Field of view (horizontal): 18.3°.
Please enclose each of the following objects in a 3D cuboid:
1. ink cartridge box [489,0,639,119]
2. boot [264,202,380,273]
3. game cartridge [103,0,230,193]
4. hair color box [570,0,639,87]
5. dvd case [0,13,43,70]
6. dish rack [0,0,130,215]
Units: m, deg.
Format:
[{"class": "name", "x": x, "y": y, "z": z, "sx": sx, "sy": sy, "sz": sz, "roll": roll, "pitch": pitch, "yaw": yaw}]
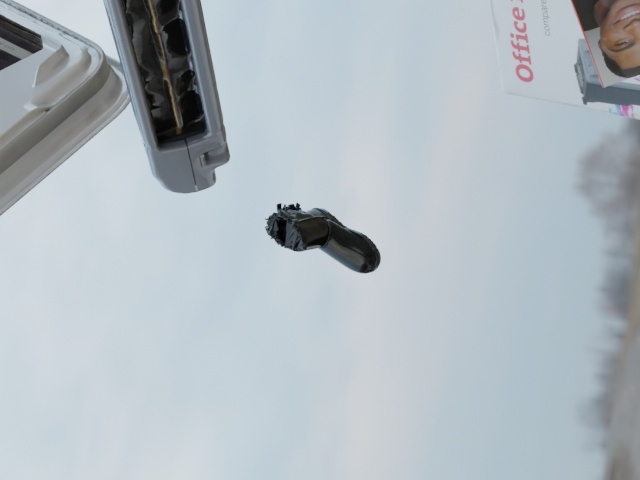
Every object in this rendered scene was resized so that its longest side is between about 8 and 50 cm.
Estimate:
[{"class": "ink cartridge box", "x": 0.307, "y": -0.223, "z": 1.746, "sx": 0.131, "sy": 0.306, "sz": 0.226, "roll": -52, "pitch": -38, "yaw": -39}, {"class": "boot", "x": 0.001, "y": 0.000, "z": 2.299, "sx": 0.099, "sy": 0.121, "sz": 0.045, "roll": -4, "pitch": -51, "yaw": -57}, {"class": "game cartridge", "x": -0.109, "y": -0.180, "z": 1.115, "sx": 0.297, "sy": 0.062, "sz": 0.198, "roll": 83, "pitch": 167, "yaw": -61}, {"class": "hair color box", "x": 0.197, "y": -0.165, "z": 1.287, "sx": 0.141, "sy": 0.072, "sz": 0.043, "roll": 56, "pitch": -163, "yaw": -53}, {"class": "dvd case", "x": -0.358, "y": -0.143, "z": 1.579, "sx": 0.164, "sy": 0.221, "sz": 0.018, "roll": 26, "pitch": -132, "yaw": -54}, {"class": "dish rack", "x": -0.357, "y": -0.130, "z": 1.803, "sx": 0.285, "sy": 0.333, "sz": 0.072, "roll": -42, "pitch": -46, "yaw": -20}]
